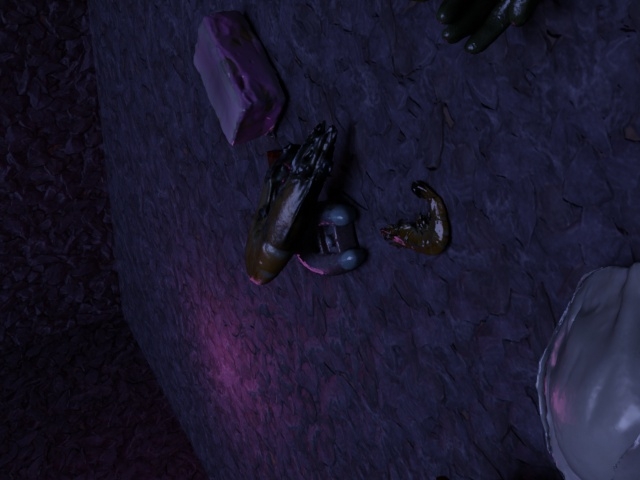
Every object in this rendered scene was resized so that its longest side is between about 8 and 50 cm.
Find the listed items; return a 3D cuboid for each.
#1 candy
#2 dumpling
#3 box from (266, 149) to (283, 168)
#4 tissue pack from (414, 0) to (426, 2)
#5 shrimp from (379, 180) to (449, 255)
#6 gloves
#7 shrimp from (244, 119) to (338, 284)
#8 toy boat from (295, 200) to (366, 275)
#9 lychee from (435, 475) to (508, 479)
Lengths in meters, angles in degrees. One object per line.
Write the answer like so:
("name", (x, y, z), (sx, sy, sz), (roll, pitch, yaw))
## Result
("candy", (-0.179, -0.355, 1.652), (0.265, 0.116, 0.155), (66, 156, 20))
("dumpling", (0.343, 0.168, 0.863), (0.260, 0.181, 0.341), (57, 172, 49))
("box", (-0.091, -0.174, 1.678), (0.082, 0.023, 0.051), (13, 117, 61))
("tissue pack", (0.084, -0.404, 1.031), (0.123, 0.178, 0.127), (34, 115, 54))
("shrimp", (0.151, -0.040, 1.270), (0.178, 0.034, 0.124), (18, 118, 58))
("gloves", (0.220, -0.349, 0.880), (0.135, 0.107, 0.268), (42, 123, 35))
("shrimp", (-0.066, -0.096, 1.536), (0.445, 0.085, 0.272), (123, 152, -46))
("toy boat", (0.000, 0.000, 1.530), (0.227, 0.085, 0.155), (-3, 102, 63))
("lychee", (0.254, 0.468, 1.120), (0.300, 0.255, 0.255), (40, 151, -4))
